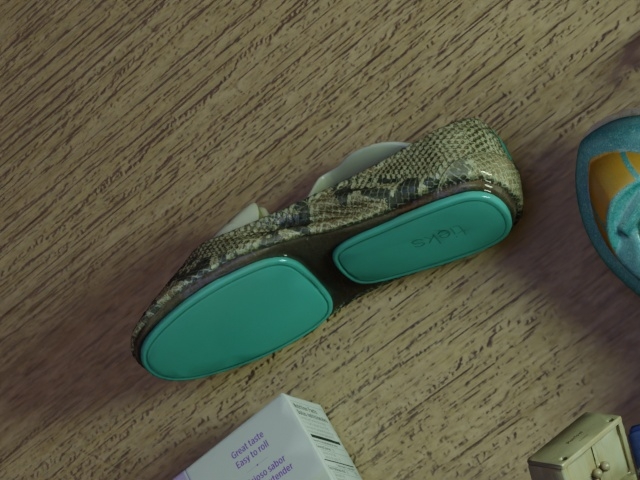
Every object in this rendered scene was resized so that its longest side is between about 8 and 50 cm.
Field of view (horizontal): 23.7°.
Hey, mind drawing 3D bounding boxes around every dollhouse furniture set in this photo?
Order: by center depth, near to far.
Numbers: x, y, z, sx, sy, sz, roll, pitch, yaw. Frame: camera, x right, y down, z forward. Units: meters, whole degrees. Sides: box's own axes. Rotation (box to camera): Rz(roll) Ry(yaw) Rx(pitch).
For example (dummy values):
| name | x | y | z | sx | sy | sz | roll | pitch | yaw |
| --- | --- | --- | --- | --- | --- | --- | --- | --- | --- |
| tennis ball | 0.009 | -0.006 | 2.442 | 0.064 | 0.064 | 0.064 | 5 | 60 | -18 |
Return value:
| name | x | y | z | sx | sy | sz | roll | pitch | yaw |
| --- | --- | --- | --- | --- | --- | --- | --- | --- | --- |
| dollhouse furniture set | 0.328 | 0.260 | 1.383 | 0.242 | 0.212 | 0.161 | 1 | 114 | 49 |

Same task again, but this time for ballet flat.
| name | x | y | z | sx | sy | sz | roll | pitch | yaw |
| --- | --- | --- | --- | --- | --- | --- | --- | --- | --- |
| ballet flat | 0.000 | 0.000 | 1.734 | 0.483 | 0.164 | 0.182 | -26 | 43 | 15 |

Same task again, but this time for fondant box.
| name | x | y | z | sx | sy | sz | roll | pitch | yaw |
| --- | --- | --- | --- | --- | --- | --- | --- | --- | --- |
| fondant box | -0.035 | 0.371 | 1.664 | 0.238 | 0.096 | 0.330 | -39 | 60 | 15 |

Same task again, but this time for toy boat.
| name | x | y | z | sx | sy | sz | roll | pitch | yaw |
| --- | --- | --- | --- | --- | --- | --- | --- | --- | --- |
| toy boat | 0.362 | -0.076 | 1.482 | 0.267 | 0.148 | 0.318 | 45 | 127 | 35 |

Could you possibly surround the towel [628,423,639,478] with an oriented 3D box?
| name | x | y | z | sx | sy | sz | roll | pitch | yaw |
| --- | --- | --- | --- | --- | --- | --- | --- | --- | --- |
| towel | 0.447 | 0.294 | 1.446 | 0.243 | 0.040 | 0.336 | -24 | 66 | 23 |
